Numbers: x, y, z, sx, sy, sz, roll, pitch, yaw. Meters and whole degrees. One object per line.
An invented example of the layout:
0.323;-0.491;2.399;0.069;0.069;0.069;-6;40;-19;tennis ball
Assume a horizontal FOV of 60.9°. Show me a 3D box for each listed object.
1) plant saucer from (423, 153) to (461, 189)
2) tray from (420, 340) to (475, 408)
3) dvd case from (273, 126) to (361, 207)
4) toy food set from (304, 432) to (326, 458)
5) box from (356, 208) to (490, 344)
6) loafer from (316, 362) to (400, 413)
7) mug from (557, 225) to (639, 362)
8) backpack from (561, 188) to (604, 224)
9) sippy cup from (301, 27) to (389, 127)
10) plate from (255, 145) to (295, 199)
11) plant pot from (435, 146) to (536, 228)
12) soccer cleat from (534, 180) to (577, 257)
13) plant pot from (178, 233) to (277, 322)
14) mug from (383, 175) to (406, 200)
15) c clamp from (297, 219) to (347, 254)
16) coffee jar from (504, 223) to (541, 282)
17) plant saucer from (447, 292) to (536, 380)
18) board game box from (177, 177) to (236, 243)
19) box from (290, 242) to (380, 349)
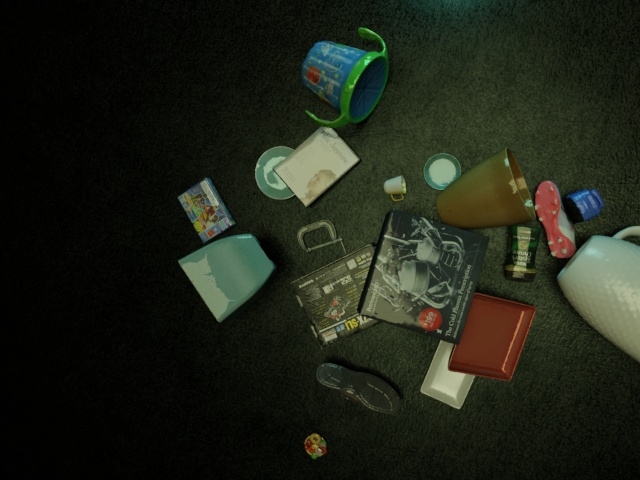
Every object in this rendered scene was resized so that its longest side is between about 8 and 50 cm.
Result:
0.402;-0.227;1.799;0.120;0.021;0.119;1;93;13;plant saucer
0.447;0.409;1.812;0.145;0.030;0.270;22;97;11;tray
-0.013;-0.260;1.879;0.253;0.022;0.180;-41;86;5;dvd case
-0.017;0.733;1.942;0.083;0.020;0.082;-45;82;11;toy food set
0.312;0.112;1.704;0.313;0.179;0.342;16;87;2;box
0.129;0.507;1.876;0.303;0.095;0.109;22;67;7;loafer
0.909;0.116;1.590;0.328;0.276;0.374;39;70;16;mug
0.801;-0.113;1.658;0.101;0.120;0.097;-33;84;13;backpack
0.068;-0.534;1.776;0.224;0.305;0.240;33;143;21;sippy cup
-0.139;-0.238;1.928;0.188;0.024;0.188;1;92;14;plate
0.500;-0.133;1.695;0.255;0.237;0.237;-20;88;28;plant pot
0.736;-0.066;1.699;0.083;0.095;0.247;-19;83;49;soccer cleat
-0.293;0.109;1.875;0.252;0.247;0.247;-35;84;-4;plant pot
0.248;-0.173;1.821;0.064;0.062;0.078;-9;84;22;mug
0.000;0.000;1.905;0.161;0.022;0.137;-13;90;13;c clamp
0.638;0.040;1.725;0.096;0.079;0.184;6;94;14;coffee jar
0.533;0.302;1.724;0.259;0.048;0.258;14;96;-22;plant saucer
-0.417;-0.109;1.994;0.136;0.035;0.201;-31;85;13;board game box
0.094;0.189;1.864;0.322;0.079;0.257;-27;88;13;box
